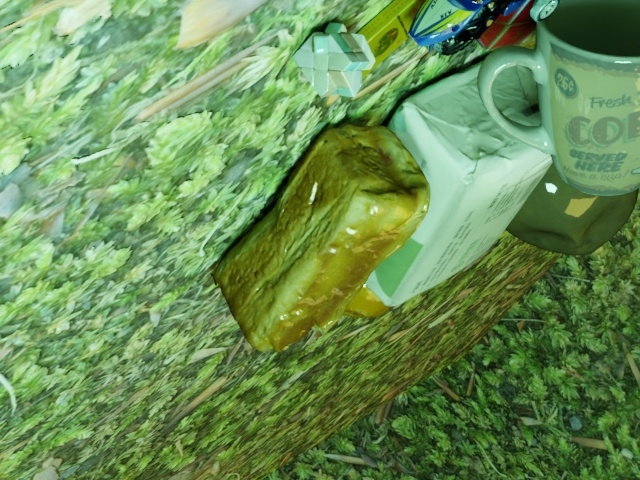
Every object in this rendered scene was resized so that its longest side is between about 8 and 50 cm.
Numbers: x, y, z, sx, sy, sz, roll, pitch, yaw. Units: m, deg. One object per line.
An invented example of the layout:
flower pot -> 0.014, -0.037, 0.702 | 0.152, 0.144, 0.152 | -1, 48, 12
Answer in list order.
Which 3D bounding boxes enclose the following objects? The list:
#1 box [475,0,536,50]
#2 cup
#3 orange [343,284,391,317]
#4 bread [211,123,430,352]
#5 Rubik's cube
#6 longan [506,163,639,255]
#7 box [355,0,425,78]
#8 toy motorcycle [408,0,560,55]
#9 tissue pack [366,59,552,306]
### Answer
box -> 0.295, -0.344, 1.725 | 0.112, 0.048, 0.175 | -21, 156, -50
cup -> 0.360, -0.191, 1.693 | 0.301, 0.227, 0.257 | -7, 126, -7
orange -> 0.063, 0.062, 2.146 | 0.159, 0.159, 0.136 | 56, 44, -74
bread -> 0.003, -0.002, 1.743 | 0.149, 0.195, 0.344 | 7, 134, -42
Rubik's cube -> 0.023, -0.208, 1.423 | 0.073, 0.084, 0.075 | -45, -179, 33
longan -> 0.436, -0.117, 2.252 | 0.288, 0.288, 0.350 | -43, 157, 13
box -> 0.081, -0.255, 1.529 | 0.155, 0.023, 0.087 | -41, 167, 4
toy motorcycle -> 0.235, -0.341, 1.485 | 0.315, 0.113, 0.169 | -44, 161, 9
tissue pack -> 0.198, -0.095, 1.923 | 0.266, 0.194, 0.356 | -28, 159, -35
